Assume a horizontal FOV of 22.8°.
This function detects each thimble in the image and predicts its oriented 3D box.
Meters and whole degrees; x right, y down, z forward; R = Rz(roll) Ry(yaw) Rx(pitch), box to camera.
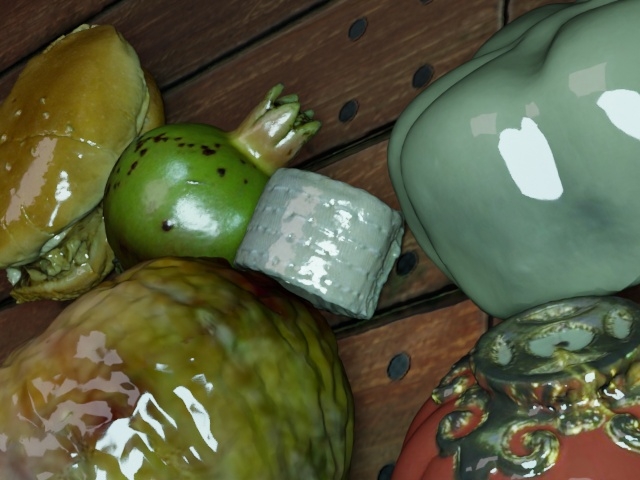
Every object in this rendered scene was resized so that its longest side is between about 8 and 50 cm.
[{"bbox_3d":[0.000,0.000,1.181,0.115,0.102,0.090,19,81,25],"label":"thimble"}]

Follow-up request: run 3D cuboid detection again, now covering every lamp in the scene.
[{"bbox_3d":[0.148,0.139,0.824,0.227,0.227,0.227,-30,46,37],"label":"lamp"}]

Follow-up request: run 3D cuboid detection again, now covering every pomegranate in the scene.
[{"bbox_3d":[-0.084,-0.037,1.275,0.205,0.159,0.159,-44,38,7],"label":"pomegranate"}]

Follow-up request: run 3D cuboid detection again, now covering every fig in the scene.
[{"bbox_3d":[-0.069,0.205,1.070,0.286,0.286,0.369,-41,72,26],"label":"fig"}]

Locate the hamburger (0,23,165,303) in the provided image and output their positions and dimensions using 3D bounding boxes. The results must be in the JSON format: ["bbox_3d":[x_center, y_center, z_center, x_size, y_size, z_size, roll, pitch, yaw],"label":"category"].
[{"bbox_3d":[-0.227,-0.080,1.478,0.156,0.144,0.283,-1,64,51],"label":"hamburger"}]

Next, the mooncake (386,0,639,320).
[{"bbox_3d":[0.162,-0.075,0.928,0.275,0.135,0.275,-31,13,8],"label":"mooncake"}]
